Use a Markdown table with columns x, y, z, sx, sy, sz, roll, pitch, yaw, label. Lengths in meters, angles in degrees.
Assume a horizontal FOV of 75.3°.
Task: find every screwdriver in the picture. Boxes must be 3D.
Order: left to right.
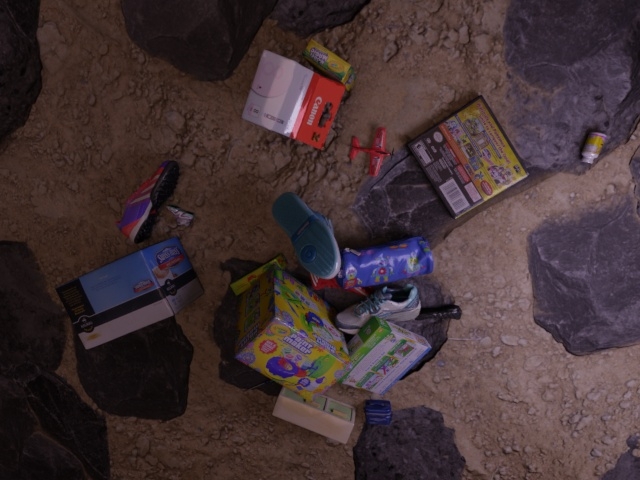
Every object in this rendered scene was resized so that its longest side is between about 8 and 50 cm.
| x | y | z | sx | sy | sz | roll | pitch | yaw | label |
| --- | --- | --- | --- | --- | --- | --- | --- | --- | --- |
| -0.210 | 0.520 | 1.498 | 0.170 | 0.024 | 0.025 | -32 | 124 | 20 | screwdriver |

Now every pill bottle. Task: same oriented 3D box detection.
| x | y | z | sx | sy | sz | roll | pitch | yaw | label |
| --- | --- | --- | --- | --- | --- | --- | --- | --- | --- |
| 0.769 | -0.262 | 1.173 | 0.043 | 0.043 | 0.083 | 17 | 104 | 5 | pill bottle |

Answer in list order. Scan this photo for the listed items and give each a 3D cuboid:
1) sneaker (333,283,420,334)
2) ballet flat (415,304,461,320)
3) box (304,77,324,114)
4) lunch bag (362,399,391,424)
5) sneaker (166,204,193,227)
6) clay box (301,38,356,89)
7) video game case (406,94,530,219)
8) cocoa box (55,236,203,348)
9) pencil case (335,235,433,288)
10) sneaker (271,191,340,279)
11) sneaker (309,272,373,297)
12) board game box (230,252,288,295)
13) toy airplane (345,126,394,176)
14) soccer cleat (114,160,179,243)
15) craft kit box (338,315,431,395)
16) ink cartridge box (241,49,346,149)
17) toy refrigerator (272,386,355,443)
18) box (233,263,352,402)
| x | y | z | sx | sy | sz | roll | pitch | yaw | label |
| --- | --- | --- | --- | --- | --- | --- | --- | --- | --- |
| 0.173 | 0.198 | 1.291 | 0.283 | 0.110 | 0.122 | -16 | 132 | -8 | sneaker |
| 0.365 | 0.242 | 1.331 | 0.173 | 0.057 | 0.049 | -8 | 105 | 11 | ballet flat |
| -0.078 | -0.419 | 1.215 | 0.158 | 0.156 | 0.093 | 2 | 101 | 8 | box |
| 0.194 | 0.583 | 1.421 | 0.098 | 0.067 | 0.065 | -1 | 101 | 10 | lunch bag |
| -0.486 | -0.076 | 1.407 | 0.098 | 0.038 | 0.069 | 24 | 103 | 4 | sneaker |
| 0.028 | -0.484 | 1.151 | 0.127 | 0.222 | 0.053 | 34 | 104 | 0 | clay box |
| 0.435 | -0.242 | 1.234 | 0.248 | 0.035 | 0.274 | -32 | 94 | 14 | video game case |
| -0.621 | 0.166 | 1.377 | 0.347 | 0.231 | 0.228 | -22 | 97 | 12 | cocoa box |
| 0.185 | 0.062 | 1.246 | 0.306 | 0.119 | 0.133 | -10 | 123 | -9 | pencil case |
| 0.000 | 0.000 | 1.241 | 0.127 | 0.208 | 0.319 | -41 | 56 | 13 | sneaker |
| 0.059 | 0.131 | 1.360 | 0.221 | 0.087 | 0.128 | 40 | 126 | -6 | sneaker |
| -0.201 | 0.111 | 1.373 | 0.181 | 0.092 | 0.043 | -30 | 94 | 13 | board game box |
| 0.151 | -0.273 | 1.274 | 0.151 | 0.028 | 0.151 | 2 | 100 | 9 | toy airplane |
| -0.579 | -0.143 | 1.377 | 0.116 | 0.108 | 0.318 | 35 | 107 | 5 | soccer cleat |
| 0.184 | 0.374 | 1.318 | 0.247 | 0.061 | 0.250 | 27 | 111 | -34 | craft kit box |
| -0.075 | -0.375 | 1.114 | 0.232 | 0.066 | 0.189 | 24 | 102 | 8 | ink cartridge box |
| -0.019 | 0.588 | 1.437 | 0.270 | 0.102 | 0.094 | 21 | 104 | 5 | toy refrigerator |
| -0.085 | 0.271 | 1.248 | 0.290 | 0.279 | 0.177 | 39 | 105 | -23 | box |
